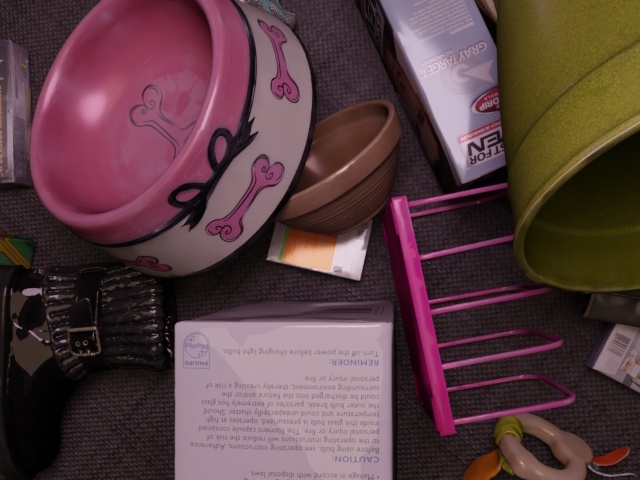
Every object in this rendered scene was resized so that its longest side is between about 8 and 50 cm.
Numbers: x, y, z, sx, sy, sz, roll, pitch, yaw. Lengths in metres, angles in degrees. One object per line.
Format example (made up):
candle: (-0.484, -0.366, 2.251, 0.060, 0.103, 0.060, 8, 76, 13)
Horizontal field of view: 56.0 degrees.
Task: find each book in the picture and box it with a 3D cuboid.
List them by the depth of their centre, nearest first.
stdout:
book: (0.000, 0.000, 0.920, 0.144, 0.035, 0.096, 13, 85, 6)

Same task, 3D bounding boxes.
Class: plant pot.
plant pot: (0.334, -0.184, 0.607, 0.367, 0.366, 0.352, -10, 61, 5)
plant pot: (0.022, -0.085, 0.849, 0.237, 0.237, 0.109, -34, 116, 3)

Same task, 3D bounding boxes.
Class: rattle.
rattle: (0.325, 0.334, 0.857, 0.200, 0.130, 0.142, 14, 101, -20)

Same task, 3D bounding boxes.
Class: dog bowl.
dog bowl: (-0.214, -0.160, 0.793, 0.408, 0.150, 0.407, -9, 72, 30)

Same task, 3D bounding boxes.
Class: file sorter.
file sorter: (0.204, 0.078, 0.814, 0.182, 0.202, 0.290, -11, 86, 2)

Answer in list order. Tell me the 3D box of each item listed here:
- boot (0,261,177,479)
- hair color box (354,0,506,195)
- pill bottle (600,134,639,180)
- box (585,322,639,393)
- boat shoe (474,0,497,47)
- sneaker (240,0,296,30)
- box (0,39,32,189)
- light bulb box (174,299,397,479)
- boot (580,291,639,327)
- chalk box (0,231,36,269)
boot: (-0.346, 0.193, 0.897, 0.260, 0.131, 0.347, 1, 102, -9)
hair color box: (0.157, -0.256, 0.838, 0.114, 0.185, 0.374, -24, 85, 4)
pill bottle: (0.430, -0.073, 0.813, 0.302, 0.169, 0.169, 14, 89, 6)
box: (0.501, 0.162, 0.860, 0.186, 0.038, 0.145, 27, 90, 7)
boat shoe: (0.279, -0.334, 0.873, 0.098, 0.109, 0.302, -31, 79, 5)
sneaker: (-0.102, -0.372, 0.940, 0.076, 0.065, 0.166, -39, 88, -14)
box: (-0.566, -0.197, 0.971, 0.183, 0.056, 0.231, -3, 87, 5)
light bulb box: (-0.018, 0.263, 0.747, 0.225, 0.358, 0.361, -1, 88, 7)
boot: (0.461, 0.114, 0.810, 0.209, 0.076, 0.189, 11, 73, -1)
chalk box: (-0.574, 0.060, 0.843, 0.179, 0.289, 0.180, 13, 89, 6)
